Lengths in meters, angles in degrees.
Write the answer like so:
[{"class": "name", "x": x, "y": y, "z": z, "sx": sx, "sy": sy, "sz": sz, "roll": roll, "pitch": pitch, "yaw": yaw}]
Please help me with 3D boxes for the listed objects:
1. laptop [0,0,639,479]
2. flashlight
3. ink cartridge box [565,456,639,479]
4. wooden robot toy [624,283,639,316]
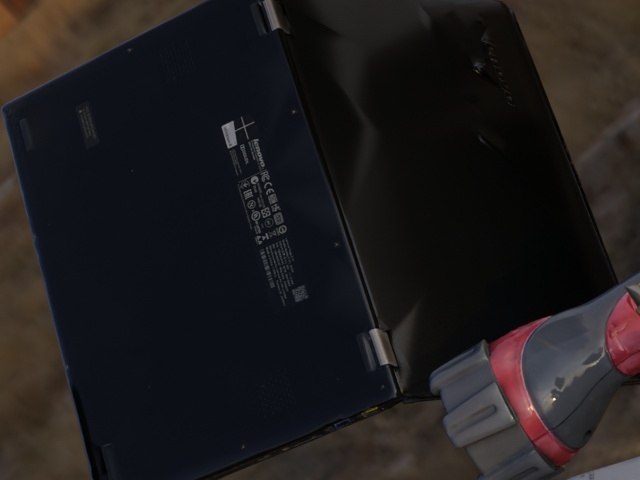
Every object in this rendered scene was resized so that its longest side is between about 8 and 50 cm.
[{"class": "laptop", "x": 0.000, "y": 0.000, "z": 1.455, "sx": 0.408, "sy": 0.382, "sz": 0.236, "roll": -24, "pitch": -24, "yaw": 16}, {"class": "flashlight", "x": 0.220, "y": 0.053, "z": 1.112, "sx": 0.304, "sy": 0.103, "sz": 0.103, "roll": -31, "pitch": -21, "yaw": 15}, {"class": "ink cartridge box", "x": 0.278, "y": 0.298, "z": 1.429, "sx": 0.093, "sy": 0.219, "sz": 0.160, "roll": -21, "pitch": 2, "yaw": 9}, {"class": "wooden robot toy", "x": 0.246, "y": 0.054, "z": 0.982, "sx": 0.079, "sy": 0.076, "sz": 0.173, "roll": -36, "pitch": 38, "yaw": -2}]
